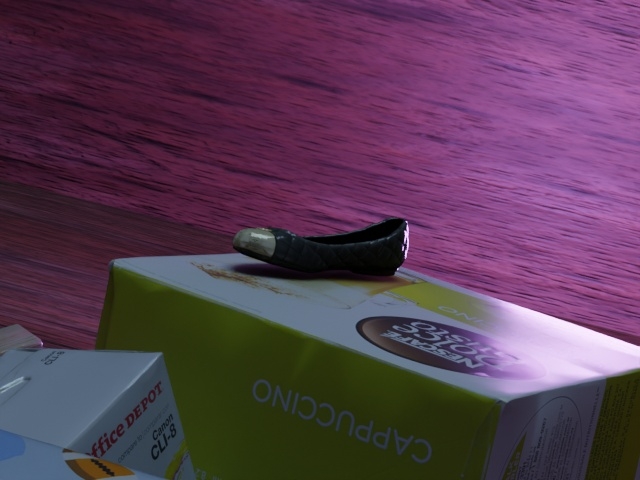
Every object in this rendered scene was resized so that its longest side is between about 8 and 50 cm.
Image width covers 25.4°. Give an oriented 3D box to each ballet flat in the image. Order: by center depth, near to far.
[{"bbox_3d":[0.000,0.000,1.132,0.173,0.049,0.057,3,11,-42],"label":"ballet flat"}]

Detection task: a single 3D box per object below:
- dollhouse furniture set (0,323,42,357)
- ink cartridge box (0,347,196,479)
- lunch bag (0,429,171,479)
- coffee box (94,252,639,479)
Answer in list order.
[{"bbox_3d":[-0.398,0.131,1.395,0.242,0.161,0.212,27,28,33],"label":"dollhouse furniture set"},{"bbox_3d":[-0.162,0.173,0.913,0.127,0.176,0.128,-2,24,26],"label":"ink cartridge box"},{"bbox_3d":[-0.102,0.301,0.670,0.328,0.239,0.385,15,22,-5],"label":"lunch bag"},{"bbox_3d":[0.032,0.212,1.105,0.338,0.338,0.334,18,10,32],"label":"coffee box"}]
